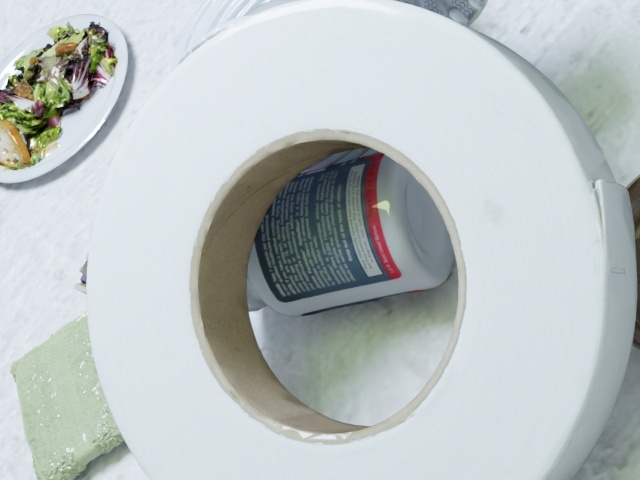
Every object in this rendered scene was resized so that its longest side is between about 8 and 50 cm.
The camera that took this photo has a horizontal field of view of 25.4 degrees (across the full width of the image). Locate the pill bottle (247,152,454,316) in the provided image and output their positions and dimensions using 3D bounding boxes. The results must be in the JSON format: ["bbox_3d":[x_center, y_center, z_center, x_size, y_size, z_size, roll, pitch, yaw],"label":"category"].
[{"bbox_3d":[0.000,0.000,1.075,0.180,0.108,0.108,-13,54,27],"label":"pill bottle"}]

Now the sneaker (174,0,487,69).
[{"bbox_3d":[0.016,-0.155,1.073,0.281,0.105,0.115,-20,18,29],"label":"sneaker"}]

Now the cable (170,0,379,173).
[{"bbox_3d":[-0.013,-0.147,1.193,0.257,0.089,0.257,-19,52,23],"label":"cable"}]

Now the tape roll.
[{"bbox_3d":[0.017,0.031,0.956,0.392,0.072,0.392,-1,87,28],"label":"tape roll"}]

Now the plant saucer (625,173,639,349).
[{"bbox_3d":[0.263,0.010,0.942,0.168,0.029,0.168,-17,52,24],"label":"plant saucer"}]

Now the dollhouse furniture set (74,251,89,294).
[{"bbox_3d":[-0.166,-0.007,1.211,0.091,0.081,0.114,17,72,40],"label":"dollhouse furniture set"}]

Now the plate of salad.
[{"bbox_3d":[-0.277,-0.148,1.404,0.200,0.048,0.200,-18,52,25],"label":"plate of salad"}]

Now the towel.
[{"bbox_3d":[-0.203,0.127,1.186,0.110,0.027,0.148,-35,46,9],"label":"towel"}]
